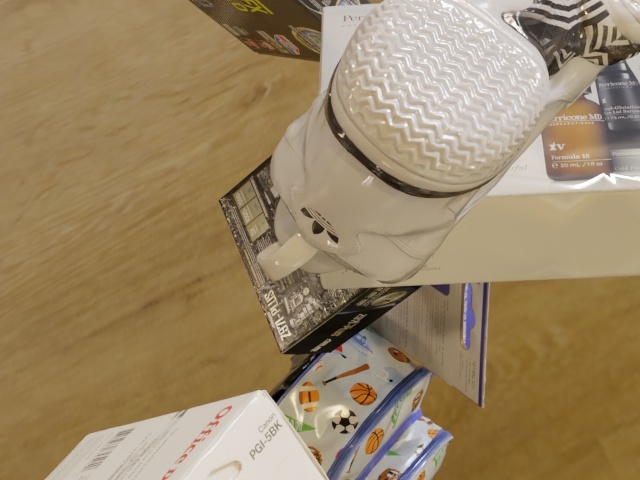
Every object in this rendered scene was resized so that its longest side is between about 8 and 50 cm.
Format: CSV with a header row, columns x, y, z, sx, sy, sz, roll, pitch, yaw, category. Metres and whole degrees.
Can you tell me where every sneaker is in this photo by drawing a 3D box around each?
x,y,z,sx,sy,sz,roll,pitch,yaw,category
0.093,-0.105,0.995,0.137,0.366,0.210,45,138,3,sneaker

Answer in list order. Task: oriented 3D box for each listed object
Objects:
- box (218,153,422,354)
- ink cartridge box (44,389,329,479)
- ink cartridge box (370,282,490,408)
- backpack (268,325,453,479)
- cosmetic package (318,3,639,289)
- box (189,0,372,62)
x,y,z,sx,sy,sz,roll,pitch,yaw,category
0.000,0.000,1.521,0.147,0.077,0.180,-39,64,34,box
-0.076,0.124,0.663,0.135,0.099,0.056,-19,111,47,ink cartridge box
0.097,0.023,1.633,0.069,0.371,0.176,-8,112,-23,ink cartridge box
0.015,0.226,1.670,0.213,0.276,0.263,27,133,13,backpack
0.186,-0.094,1.282,0.377,0.284,0.097,-3,128,4,cosmetic package
-0.072,-0.289,1.747,0.270,0.216,0.060,34,76,-45,box
